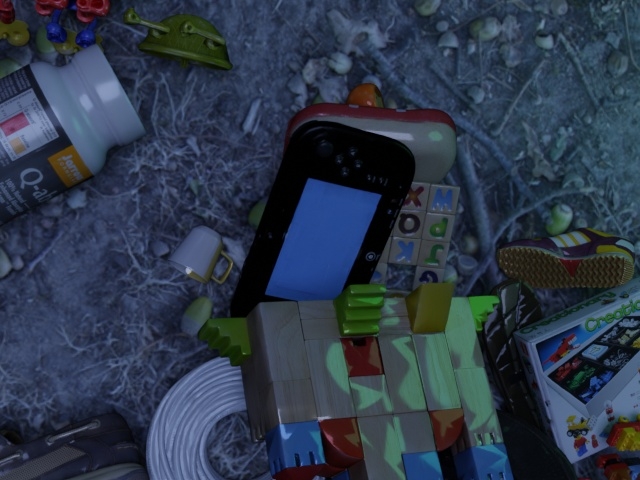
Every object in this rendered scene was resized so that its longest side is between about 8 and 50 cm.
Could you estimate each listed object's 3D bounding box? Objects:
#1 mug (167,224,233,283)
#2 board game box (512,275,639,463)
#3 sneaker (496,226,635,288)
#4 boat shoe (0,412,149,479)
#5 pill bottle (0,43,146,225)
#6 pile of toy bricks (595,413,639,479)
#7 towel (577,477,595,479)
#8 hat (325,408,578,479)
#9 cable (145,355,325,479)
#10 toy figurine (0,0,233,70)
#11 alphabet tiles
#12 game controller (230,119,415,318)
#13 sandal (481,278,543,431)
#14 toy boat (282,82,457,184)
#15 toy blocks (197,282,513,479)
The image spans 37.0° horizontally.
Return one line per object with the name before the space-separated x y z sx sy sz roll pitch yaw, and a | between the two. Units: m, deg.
mug | -0.159 0.018 1.282 0.062 0.078 0.064 21 74 28
board game box | 0.427 0.157 1.297 0.305 0.053 0.193 -22 105 -10
sneaker | 0.339 0.020 1.328 0.185 0.084 0.070 5 123 15
boat shoe | -0.395 0.308 1.215 0.355 0.132 0.130 -13 63 -2
pill bottle | -0.373 -0.127 1.209 0.278 0.162 0.162 -29 90 -6
pile of toy bricks | 0.479 0.290 1.268 0.212 0.105 0.118 -1 123 -24
towel | 0.399 0.459 1.229 0.198 0.031 0.275 23 56 -36
hat | 0.162 0.355 1.229 0.331 0.134 0.331 5 45 -5
cable | -0.096 0.273 1.252 0.257 0.089 0.257 37 83 -2
toy figurine | -0.274 -0.361 1.227 0.362 0.191 0.217 10 81 -6
alphabet tiles | 0.054 0.009 1.277 0.237 0.009 0.198 5 114 -6
game controller | 0.000 0.000 1.218 0.166 0.067 0.319 16 117 -11
sandal | 0.269 0.158 1.315 0.089 0.060 0.219 -22 104 -11
toy boat | 0.067 -0.147 1.283 0.230 0.151 0.151 4 57 -6
toy blocks | 0.063 0.208 1.148 0.381 0.191 0.261 0 65 -25
